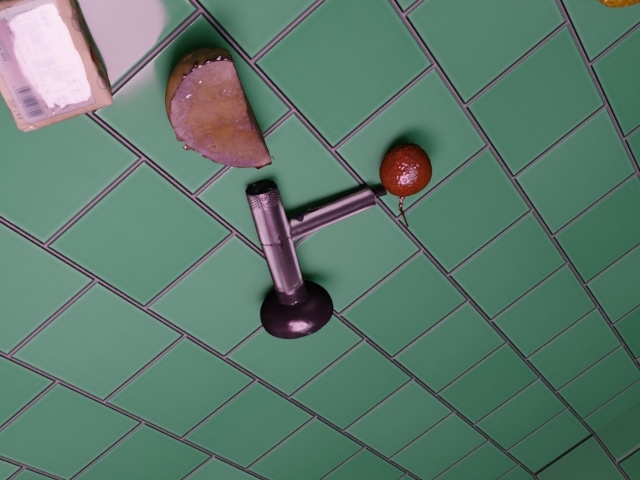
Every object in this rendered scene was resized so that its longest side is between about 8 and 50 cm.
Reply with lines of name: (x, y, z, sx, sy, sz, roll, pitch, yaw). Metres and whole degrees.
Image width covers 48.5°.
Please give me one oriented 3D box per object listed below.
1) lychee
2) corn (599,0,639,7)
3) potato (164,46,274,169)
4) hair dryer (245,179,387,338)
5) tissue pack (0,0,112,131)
lychee: (0.162, -0.126, 1.390, 0.101, 0.114, 0.140, 22, 135, -6)
corn: (0.642, -0.510, 1.284, 0.363, 0.120, 0.121, -19, 132, -13)
potato: (-0.179, -0.215, 1.178, 0.138, 0.098, 0.243, -21, 138, -2)
hair dryer: (0.007, 0.021, 1.417, 0.283, 0.156, 0.321, -7, 121, -5)
tissue pack: (-0.406, -0.276, 1.033, 0.148, 0.092, 0.196, -19, 133, -8)
